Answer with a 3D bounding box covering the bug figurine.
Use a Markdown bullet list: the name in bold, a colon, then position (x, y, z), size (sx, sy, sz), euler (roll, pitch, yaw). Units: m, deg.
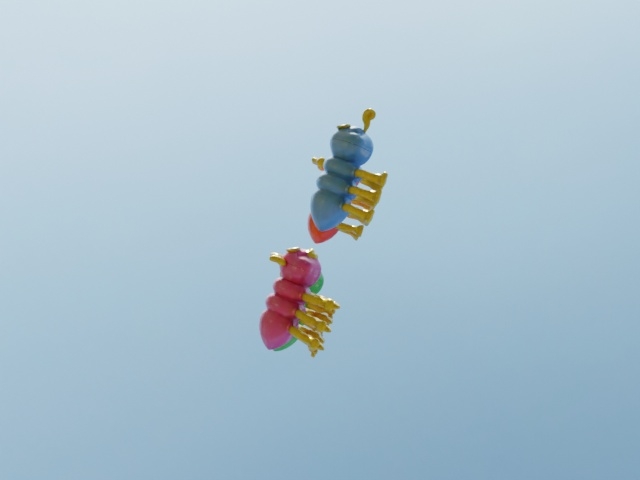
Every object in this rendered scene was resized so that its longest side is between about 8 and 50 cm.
- **bug figurine**: position (0.000, 0.000, 1.045), size (0.072, 0.279, 0.216), euler (20, -94, 0)
